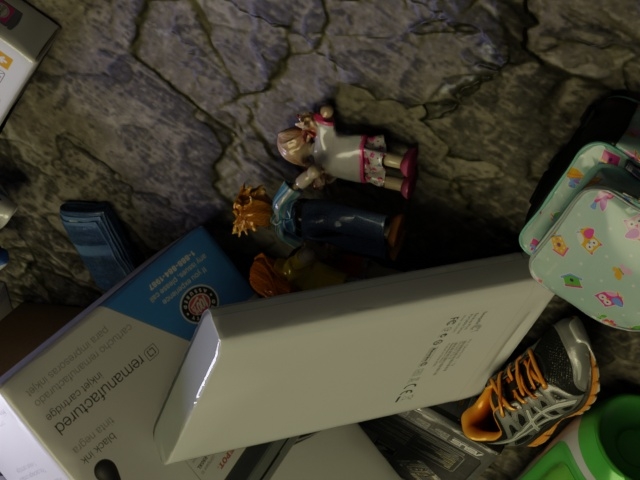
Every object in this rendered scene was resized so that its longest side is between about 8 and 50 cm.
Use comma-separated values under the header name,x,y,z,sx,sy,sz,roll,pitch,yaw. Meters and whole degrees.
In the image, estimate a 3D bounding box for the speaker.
name,x,y,z,sx,sy,sz,roll,pitch,yaw
speaker,0.268,0.276,1.705,0.131,0.131,0.296,29,141,-2

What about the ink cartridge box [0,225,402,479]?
name,x,y,z,sx,sy,sz,roll,pitch,yaw
ink cartridge box,-0.125,0.231,1.662,0.395,0.285,0.166,52,150,-5

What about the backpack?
name,x,y,z,sx,sy,sz,roll,pitch,yaw
backpack,0.280,-0.008,1.380,0.188,0.144,0.166,26,135,-3

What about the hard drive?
name,x,y,z,sx,sy,sz,roll,pitch,yaw
hard drive,0.033,0.110,1.539,0.353,0.047,0.233,-10,150,-26

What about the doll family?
name,x,y,z,sx,sy,sz,roll,pitch,yaw
doll family,0.000,0.000,1.560,0.163,0.118,0.263,13,138,16

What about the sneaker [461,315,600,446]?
name,x,y,z,sx,sy,sz,roll,pitch,yaw
sneaker,0.209,0.149,1.612,0.083,0.084,0.215,-4,145,-21

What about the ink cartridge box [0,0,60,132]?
name,x,y,z,sx,sy,sz,roll,pitch,yaw
ink cartridge box,-0.447,-0.247,1.587,0.371,0.069,0.176,33,140,-10

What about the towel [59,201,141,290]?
name,x,y,z,sx,sy,sz,roll,pitch,yaw
towel,-0.239,0.008,1.775,0.067,0.029,0.119,2,134,29

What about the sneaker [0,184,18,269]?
name,x,y,z,sx,sy,sz,roll,pitch,yaw
sneaker,-0.436,-0.085,1.725,0.236,0.130,0.322,5,132,12

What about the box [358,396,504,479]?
name,x,y,z,sx,sy,sz,roll,pitch,yaw
box,0.071,0.200,1.787,0.231,0.056,0.183,29,142,-2

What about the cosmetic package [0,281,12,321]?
name,x,y,z,sx,sy,sz,roll,pitch,yaw
cosmetic package,-0.402,0.096,1.952,0.060,0.041,0.115,12,138,18

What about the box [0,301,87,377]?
name,x,y,z,sx,sy,sz,roll,pitch,yaw
box,-0.296,0.124,1.829,0.201,0.164,0.021,4,119,26
